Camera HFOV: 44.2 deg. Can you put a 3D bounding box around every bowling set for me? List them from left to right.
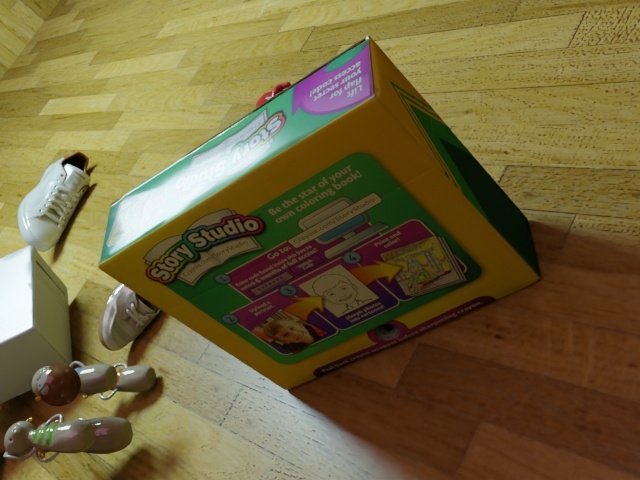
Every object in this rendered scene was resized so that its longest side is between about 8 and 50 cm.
[{"bbox_3d":[-0.362,0.233,1.090,0.154,0.200,0.287,-6,38,16],"label":"bowling set"}]

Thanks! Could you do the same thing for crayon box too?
[{"bbox_3d":[0.000,0.000,0.861,0.363,0.313,0.106,-28,40,27],"label":"crayon box"}]

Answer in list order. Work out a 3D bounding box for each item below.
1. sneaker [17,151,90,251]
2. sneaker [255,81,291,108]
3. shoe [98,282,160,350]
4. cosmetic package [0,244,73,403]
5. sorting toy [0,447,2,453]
[{"bbox_3d":[-0.595,-0.104,1.784,0.123,0.106,0.290,-32,37,26],"label":"sneaker"},{"bbox_3d":[-0.040,-0.214,1.276,0.107,0.118,0.279,-51,35,-4],"label":"sneaker"},{"bbox_3d":[-0.293,0.084,1.307,0.058,0.076,0.219,-3,53,52],"label":"shoe"},{"bbox_3d":[-0.584,0.166,1.425,0.224,0.138,0.225,-24,42,0],"label":"cosmetic package"},{"bbox_3d":[-0.579,0.398,1.354,0.083,0.045,0.075,-41,43,10],"label":"sorting toy"}]
